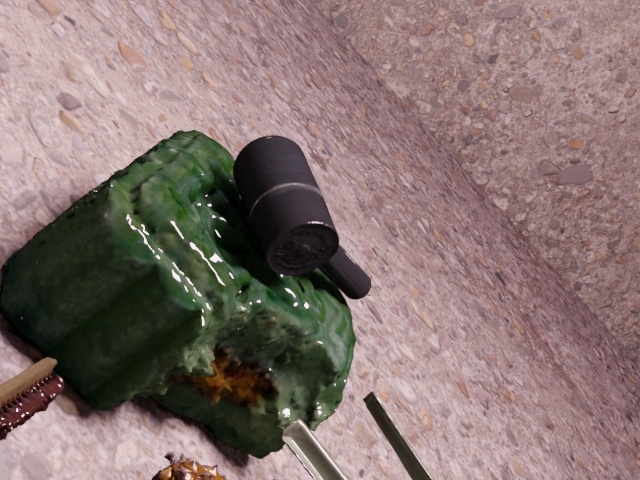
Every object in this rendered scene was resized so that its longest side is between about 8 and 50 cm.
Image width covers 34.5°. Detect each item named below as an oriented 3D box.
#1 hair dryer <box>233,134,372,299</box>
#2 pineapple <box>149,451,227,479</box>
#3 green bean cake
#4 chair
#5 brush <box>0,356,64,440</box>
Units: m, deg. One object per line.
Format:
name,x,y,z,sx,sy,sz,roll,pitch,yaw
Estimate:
hair dryer,0.000,0.000,0.999,0.219,0.072,0.124,46,18,-48
pineapple,-0.086,0.254,0.782,0.083,0.103,0.221,33,27,-47
green bean cake,-0.106,0.063,0.970,0.308,0.169,0.300,51,19,-10
chair,0.037,0.304,0.899,0.274,0.190,0.203,51,19,18
brush,-0.243,0.131,0.697,0.036,0.043,0.248,50,14,1
